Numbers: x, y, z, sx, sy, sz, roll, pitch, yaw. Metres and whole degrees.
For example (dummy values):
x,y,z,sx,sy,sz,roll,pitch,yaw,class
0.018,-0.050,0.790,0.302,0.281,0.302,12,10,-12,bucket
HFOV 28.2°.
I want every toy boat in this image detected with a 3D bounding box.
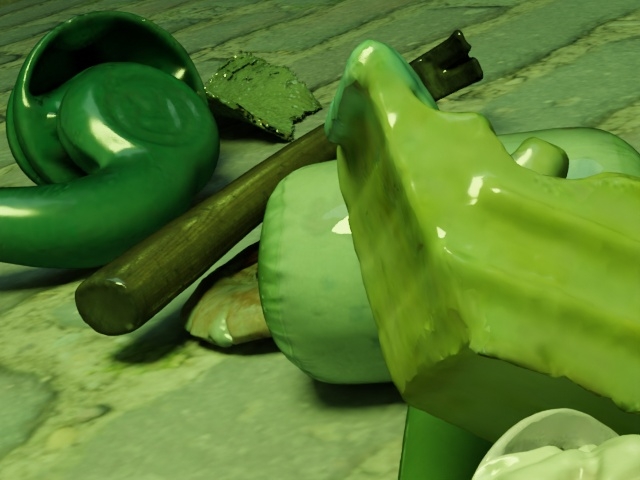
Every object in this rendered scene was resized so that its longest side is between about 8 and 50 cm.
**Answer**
x,y,z,sx,sy,sz,roll,pitch,yaw,class
0.113,0.042,0.398,0.084,0.276,0.111,-61,-2,-23,toy boat

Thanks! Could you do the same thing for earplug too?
x,y,z,sx,sy,sz,roll,pitch,yaw,class
-0.188,-0.067,1.020,0.257,0.164,0.280,-59,23,-14,earplug

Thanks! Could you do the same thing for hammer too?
x,y,z,sx,sy,sz,roll,pitch,yaw,class
0.057,0.059,0.540,0.206,0.119,0.335,-9,26,13,hammer
-0.019,-0.047,0.892,0.168,0.044,0.440,-28,8,39,hammer

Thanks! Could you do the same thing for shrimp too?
x,y,z,sx,sy,sz,roll,pitch,yaw,class
-0.001,-0.002,0.815,0.143,0.052,0.251,-9,17,31,shrimp

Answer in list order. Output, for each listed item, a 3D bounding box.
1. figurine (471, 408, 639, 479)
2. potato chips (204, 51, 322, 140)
x,y,z,sx,sy,sz,roll,pitch,yaw,class
0.102,0.130,0.254,0.200,0.133,0.276,4,10,-27,figurine
-0.083,-0.140,1.247,0.167,0.059,0.228,-1,16,13,potato chips
